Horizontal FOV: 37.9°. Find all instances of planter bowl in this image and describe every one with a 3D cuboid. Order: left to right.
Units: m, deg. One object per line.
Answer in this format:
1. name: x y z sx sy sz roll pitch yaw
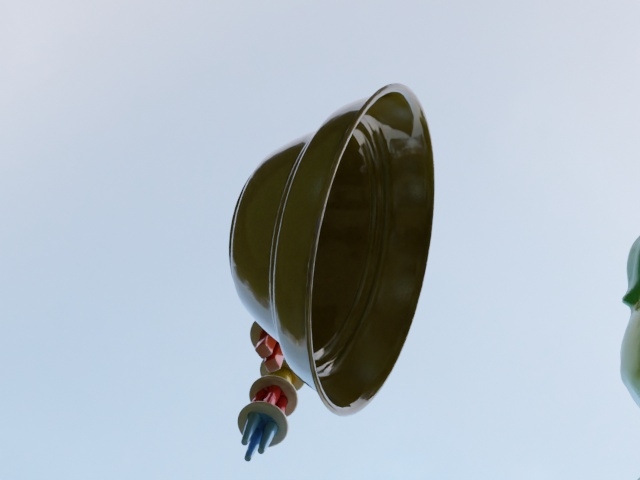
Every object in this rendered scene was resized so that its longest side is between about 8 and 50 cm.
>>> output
1. planter bowl: 0.000 0.000 0.622 0.090 0.217 0.217 10 -107 23

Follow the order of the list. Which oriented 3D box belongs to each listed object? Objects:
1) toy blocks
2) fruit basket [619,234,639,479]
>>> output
1. toy blocks: -0.050 0.136 0.923 0.054 0.148 0.123 7 -66 8
2. fruit basket: 0.332 0.148 0.669 0.392 0.283 0.392 1 -88 17
